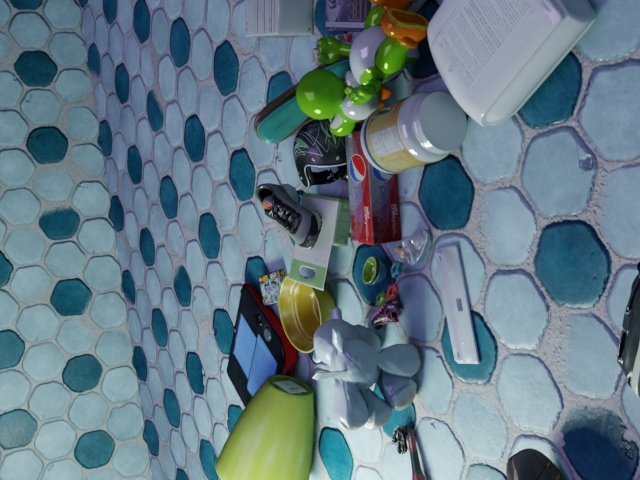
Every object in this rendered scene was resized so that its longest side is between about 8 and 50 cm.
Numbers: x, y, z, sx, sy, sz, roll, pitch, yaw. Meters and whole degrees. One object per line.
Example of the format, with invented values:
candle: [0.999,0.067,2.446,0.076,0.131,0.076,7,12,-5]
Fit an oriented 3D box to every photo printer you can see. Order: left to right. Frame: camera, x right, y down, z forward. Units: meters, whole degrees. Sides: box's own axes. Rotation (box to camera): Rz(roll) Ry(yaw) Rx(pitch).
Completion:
photo printer: [0.324,-0.378,1.469,0.256,0.107,0.307,65,145,24]

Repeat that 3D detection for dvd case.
dvd case: [0.064,-0.605,1.906,0.165,0.018,0.221,22,116,53]

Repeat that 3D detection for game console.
game console: [-0.196,0.376,2.525,0.342,0.060,0.386,47,134,41]

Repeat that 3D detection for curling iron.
curling iron: [0.228,0.572,1.926,0.068,0.035,0.273,-37,66,59]

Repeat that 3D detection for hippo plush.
hippo plush: [0.063,0.301,1.917,0.237,0.294,0.234,31,101,60]

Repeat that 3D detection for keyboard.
keyboard: [0.293,0.138,1.739,0.072,0.014,0.255,-13,87,53]

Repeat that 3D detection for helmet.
helmet: [0.012,-0.215,1.954,0.169,0.170,0.161,58,155,32]

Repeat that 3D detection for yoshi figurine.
yoshi figurine: [0.063,-0.365,1.708,0.203,0.203,0.362,37,135,5]

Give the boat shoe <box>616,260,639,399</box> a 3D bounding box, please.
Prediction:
boat shoe: [0.533,0.080,1.249,0.113,0.127,0.339,-116,25,-66]

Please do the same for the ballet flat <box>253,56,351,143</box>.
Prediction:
ballet flat: [-0.010,-0.348,1.905,0.342,0.116,0.124,-33,27,14]

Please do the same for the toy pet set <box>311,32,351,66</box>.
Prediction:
toy pet set: [0.041,-0.441,1.966,0.114,0.065,0.122,6,116,25]

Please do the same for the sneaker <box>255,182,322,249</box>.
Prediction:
sneaker: [-0.085,-0.063,2.075,0.271,0.108,0.100,47,119,47]

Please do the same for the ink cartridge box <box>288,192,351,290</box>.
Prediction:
ink cartridge box: [0.000,0.000,2.077,0.171,0.056,0.234,14,97,55]

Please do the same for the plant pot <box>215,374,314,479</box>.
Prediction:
plant pot: [-0.126,0.543,2.306,0.275,0.275,0.293,31,106,51]

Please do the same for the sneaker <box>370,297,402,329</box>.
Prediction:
sneaker: [0.160,0.182,1.934,0.057,0.047,0.119,49,138,24]

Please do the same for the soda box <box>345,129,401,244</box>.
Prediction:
soda box: [0.121,-0.125,1.874,0.092,0.084,0.263,9,106,57]

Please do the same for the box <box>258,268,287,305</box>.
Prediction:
box: [-0.136,0.140,2.399,0.137,0.027,0.093,-21,79,58]

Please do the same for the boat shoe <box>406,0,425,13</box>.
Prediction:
boat shoe: [0.183,-0.524,1.700,0.184,0.066,0.063,-36,54,58]

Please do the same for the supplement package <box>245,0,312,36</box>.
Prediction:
supplement package: [-0.110,-0.583,2.103,0.179,0.105,0.105,18,110,54]

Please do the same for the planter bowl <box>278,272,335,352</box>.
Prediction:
planter bowl: [-0.021,0.186,2.169,0.217,0.090,0.217,19,113,55]

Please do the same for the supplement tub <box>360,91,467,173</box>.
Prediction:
supplement tub: [0.192,-0.224,1.681,0.200,0.144,0.144,-12,87,58]

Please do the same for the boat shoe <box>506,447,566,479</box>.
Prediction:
boat shoe: [0.419,0.578,1.538,0.130,0.132,0.355,-35,67,55]

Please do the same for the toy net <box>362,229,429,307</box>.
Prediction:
toy net: [0.169,0.057,1.842,0.232,0.045,0.122,-49,32,48]
